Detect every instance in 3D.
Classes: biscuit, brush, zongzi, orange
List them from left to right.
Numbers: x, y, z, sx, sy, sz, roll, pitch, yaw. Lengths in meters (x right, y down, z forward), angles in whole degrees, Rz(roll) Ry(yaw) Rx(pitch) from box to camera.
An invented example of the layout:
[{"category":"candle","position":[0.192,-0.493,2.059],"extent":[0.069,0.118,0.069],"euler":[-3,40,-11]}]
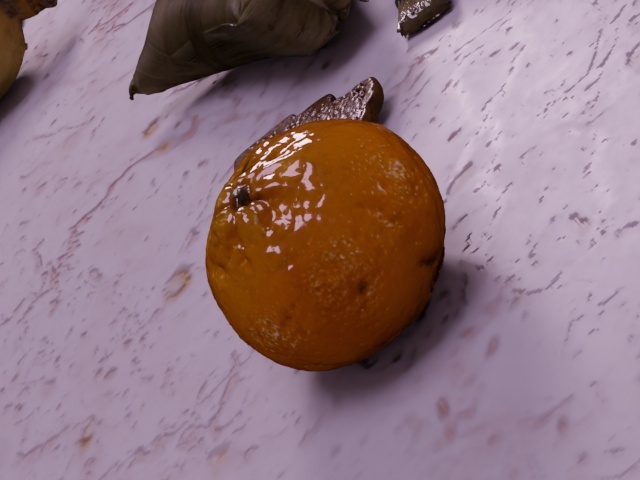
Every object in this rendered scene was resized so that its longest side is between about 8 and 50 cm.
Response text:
[{"category":"zongzi","position":[-0.067,-0.152,1.129],"extent":[0.197,0.099,0.194],"euler":[-52,26,11]},{"category":"biscuit","position":[-0.011,-0.051,0.988],"extent":[0.130,0.019,0.119],"euler":[0,52,53]},{"category":"orange","position":[0.001,-0.002,0.802],"extent":[0.135,0.117,0.135],"euler":[-27,33,19]},{"category":"brush","position":[0.069,-0.194,1.080],"extent":[0.043,0.014,0.170],"euler":[-34,28,24]}]

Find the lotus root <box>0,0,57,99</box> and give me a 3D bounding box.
[{"category":"lotus root","position":[-0.388,-0.159,1.515],"extent":[0.303,0.131,0.146],"euler":[-46,-16,3]}]
